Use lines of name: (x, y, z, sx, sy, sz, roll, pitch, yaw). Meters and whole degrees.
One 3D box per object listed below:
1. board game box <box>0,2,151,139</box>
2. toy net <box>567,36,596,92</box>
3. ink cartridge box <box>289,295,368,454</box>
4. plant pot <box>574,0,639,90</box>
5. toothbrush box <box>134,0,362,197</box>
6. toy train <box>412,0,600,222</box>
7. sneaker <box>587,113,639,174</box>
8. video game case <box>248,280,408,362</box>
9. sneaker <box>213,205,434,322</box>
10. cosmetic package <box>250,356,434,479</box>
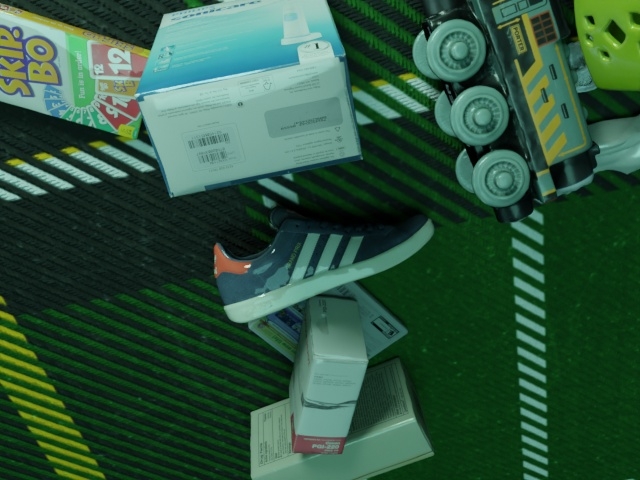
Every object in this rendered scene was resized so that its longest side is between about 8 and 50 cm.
board game box: (-0.360, -0.230, 0.939, 0.259, 0.039, 0.124, 16, 119, -12)
toy net: (0.345, -0.194, 1.026, 0.122, 0.045, 0.232, 38, 112, -25)
ink cartridge box: (0.008, 0.223, 1.166, 0.092, 0.158, 0.217, 5, 123, -8)
plant pot: (0.428, -0.325, 0.813, 0.228, 0.227, 0.207, -44, 114, -11)
toothbrush box: (-0.081, -0.193, 0.834, 0.216, 0.295, 0.126, -12, 124, 1)
toy train: (0.251, -0.192, 0.933, 0.190, 0.142, 0.334, -22, 103, 4)
sneaker: (0.496, -0.144, 1.067, 0.212, 0.080, 0.094, -8, 135, 7)
video game case: (0.015, 0.151, 1.230, 0.193, 0.023, 0.212, -38, 119, 18)
sneaker: (0.000, 0.000, 1.079, 0.350, 0.131, 0.148, -21, 92, -8)
cosmetic package: (0.033, 0.351, 1.281, 0.309, 0.160, 0.113, -22, 123, 10)
